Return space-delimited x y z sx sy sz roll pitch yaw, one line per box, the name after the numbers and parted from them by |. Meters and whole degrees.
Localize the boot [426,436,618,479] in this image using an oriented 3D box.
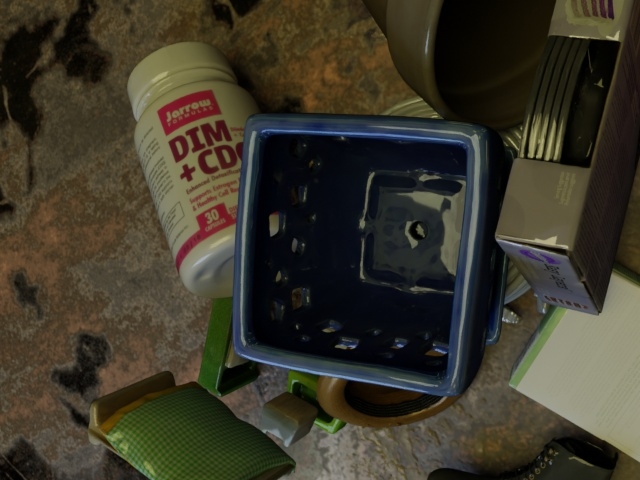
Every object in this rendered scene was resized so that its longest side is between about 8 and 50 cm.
0.224 0.261 0.964 0.198 0.077 0.137 14 116 12 | boot

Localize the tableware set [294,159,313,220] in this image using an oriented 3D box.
0.000 0.000 1.029 0.128 0.039 0.194 154 99 -72 | tableware set

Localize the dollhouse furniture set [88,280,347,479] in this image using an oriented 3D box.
-0.094 0.163 0.995 0.197 0.301 0.151 25 111 25 | dollhouse furniture set

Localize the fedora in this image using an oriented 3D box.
0.083 0.145 1.000 0.194 0.194 0.079 -38 43 27 | fedora

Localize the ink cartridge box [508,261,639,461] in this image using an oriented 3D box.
0.343 0.140 0.906 0.235 0.056 0.171 30 111 9 | ink cartridge box

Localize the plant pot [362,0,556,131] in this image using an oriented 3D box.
0.142 -0.313 0.830 0.280 0.323 0.323 48 117 33 | plant pot

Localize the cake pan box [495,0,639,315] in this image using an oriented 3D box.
0.238 -0.076 0.770 0.070 0.267 0.246 10 80 25 | cake pan box

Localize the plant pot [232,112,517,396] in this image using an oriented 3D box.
0.068 0.000 0.835 0.236 0.212 0.236 7 98 26 | plant pot

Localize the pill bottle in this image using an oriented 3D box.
-0.129 -0.088 1.030 0.160 0.160 0.283 -37 63 27 | pill bottle

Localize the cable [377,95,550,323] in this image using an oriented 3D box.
0.144 -0.041 0.962 0.257 0.089 0.257 13 103 26 | cable
